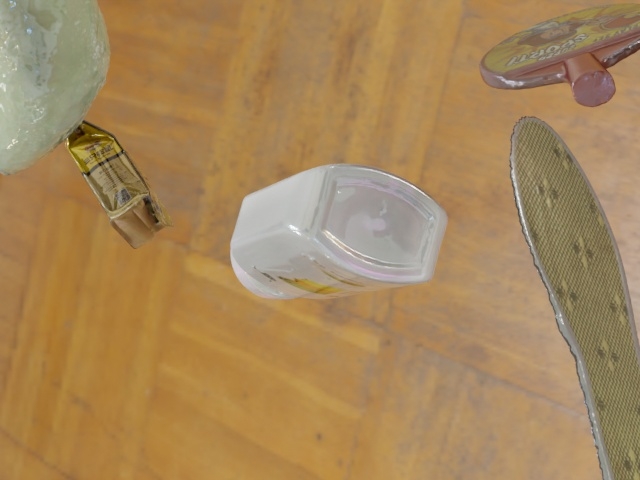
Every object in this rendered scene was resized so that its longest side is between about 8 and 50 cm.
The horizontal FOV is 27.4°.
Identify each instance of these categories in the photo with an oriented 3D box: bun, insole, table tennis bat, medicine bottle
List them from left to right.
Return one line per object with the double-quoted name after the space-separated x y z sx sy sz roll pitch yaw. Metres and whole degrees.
-0.225 -0.148 0.879 0.212 0.126 0.204 47 135 8 "bun"
0.000 0.000 1.338 0.296 0.161 0.111 -11 60 68 "medicine bottle"
0.361 -0.265 1.879 0.268 0.415 0.051 -17 109 10 "table tennis bat"
0.186 0.057 0.881 0.007 0.109 0.322 -34 58 41 "insole"

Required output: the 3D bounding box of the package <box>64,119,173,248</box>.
-0.179 -0.060 1.117 0.047 0.071 0.131 -36 64 1 "package"
